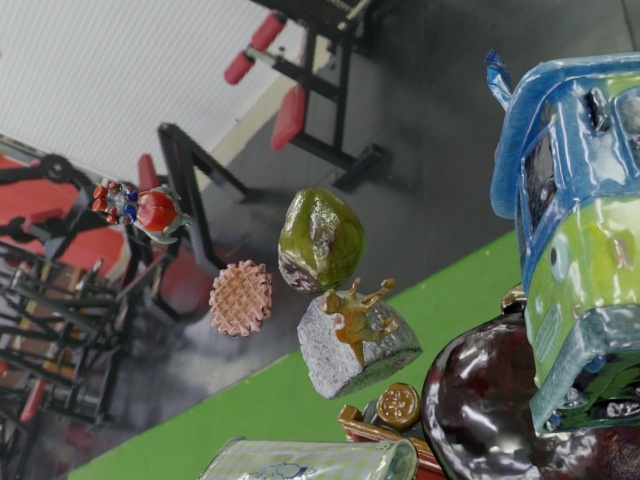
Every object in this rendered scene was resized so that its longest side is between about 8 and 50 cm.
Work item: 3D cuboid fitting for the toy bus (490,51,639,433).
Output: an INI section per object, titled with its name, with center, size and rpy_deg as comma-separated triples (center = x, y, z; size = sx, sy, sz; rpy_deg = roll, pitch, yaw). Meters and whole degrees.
[toy bus]
center = 0.263, 0.002, 0.360
size = 0.152, 0.312, 0.190
rpy_deg = 78, -172, -61

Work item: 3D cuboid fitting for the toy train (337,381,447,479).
[toy train]
center = 0.189, 0.380, 1.094
size = 0.369, 0.163, 0.231
rpy_deg = 8, 50, 34

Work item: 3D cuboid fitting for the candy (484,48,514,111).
[candy]
center = 0.340, -0.286, 1.282
size = 0.038, 0.136, 0.088
rpy_deg = -20, 19, 29

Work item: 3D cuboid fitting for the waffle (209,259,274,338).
[waffle]
center = -0.083, 0.062, 0.716
size = 0.075, 0.029, 0.083
rpy_deg = -8, 72, 32

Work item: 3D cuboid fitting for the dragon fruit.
[dragon fruit]
center = 0.090, 0.225, 1.619
size = 0.221, 0.204, 0.283
rpy_deg = 59, 145, 20

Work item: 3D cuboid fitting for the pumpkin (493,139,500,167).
[pumpkin]
center = 0.402, -0.152, 1.164
size = 0.224, 0.157, 0.223
rpy_deg = -25, 22, 11

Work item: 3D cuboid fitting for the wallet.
[wallet]
center = -0.051, 0.329, 0.832
size = 0.310, 0.077, 0.223
rpy_deg = -16, 24, 45

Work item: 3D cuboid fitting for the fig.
[fig]
center = 0.000, 0.000, 1.078
size = 0.144, 0.154, 0.165
rpy_deg = -5, 84, 42

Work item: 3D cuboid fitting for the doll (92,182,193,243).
[doll]
center = -0.319, -0.053, 1.260
size = 0.062, 0.195, 0.104
rpy_deg = -45, 47, 34

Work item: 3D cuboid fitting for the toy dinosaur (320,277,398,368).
[toy dinosaur]
center = 0.032, 0.105, 0.776
size = 0.039, 0.126, 0.162
rpy_deg = 43, 128, 34

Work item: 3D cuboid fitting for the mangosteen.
[mangosteen]
center = 0.290, 0.195, 0.877
size = 0.307, 0.307, 0.346
rpy_deg = -24, 38, 54
